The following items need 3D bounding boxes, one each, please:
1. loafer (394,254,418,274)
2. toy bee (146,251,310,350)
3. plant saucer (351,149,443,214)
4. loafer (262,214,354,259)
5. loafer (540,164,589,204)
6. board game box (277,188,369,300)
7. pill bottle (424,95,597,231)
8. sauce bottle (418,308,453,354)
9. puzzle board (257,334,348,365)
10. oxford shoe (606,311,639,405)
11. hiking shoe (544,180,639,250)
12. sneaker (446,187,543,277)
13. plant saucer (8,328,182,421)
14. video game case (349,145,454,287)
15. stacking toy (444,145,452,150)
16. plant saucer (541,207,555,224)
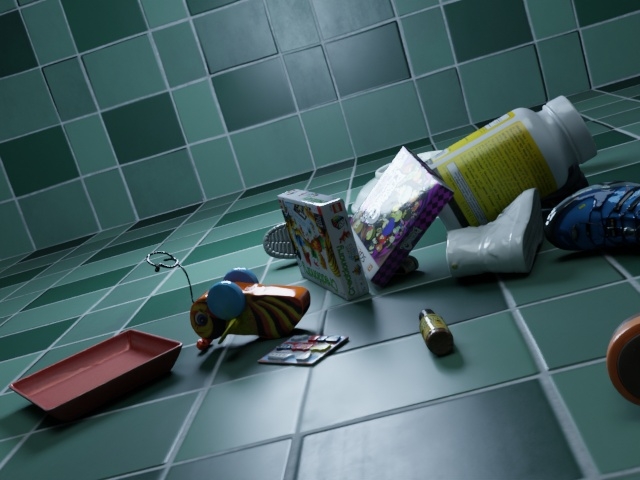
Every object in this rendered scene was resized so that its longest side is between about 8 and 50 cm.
[{"bbox_3d":[0.137,0.048,1.637,0.125,0.045,0.039,0,27,45],"label":"loafer"},{"bbox_3d":[-0.168,0.130,1.516,0.298,0.162,0.195,22,25,31],"label":"toy bee"},{"bbox_3d":[0.269,-0.177,2.316,0.401,0.100,0.400,-16,12,3],"label":"plant saucer"},{"bbox_3d":[-0.014,-0.001,1.992,0.251,0.094,0.087,-7,-12,4],"label":"loafer"},{"bbox_3d":[0.449,-0.105,1.828,0.303,0.095,0.109,-9,52,45],"label":"loafer"},{"bbox_3d":[0.000,0.000,1.680,0.053,0.192,0.305,-20,12,-15],"label":"board game box"},{"bbox_3d":[0.379,-0.150,1.678,0.334,0.187,0.188,-30,10,10],"label":"pill bottle"},{"bbox_3d":[0.168,0.132,1.222,0.042,0.042,0.128,-17,12,0],"label":"sauce bottle"},{"bbox_3d":[-0.030,0.179,1.358,0.128,0.011,0.096,-6,16,43],"label":"puzzle board"},{"bbox_3d":[0.481,0.078,0.848,0.364,0.129,0.133,-12,6,19],"label":"oxford shoe"},{"bbox_3d":[0.515,-0.040,1.335,0.304,0.113,0.132,-12,12,22],"label":"hiking shoe"},{"bbox_3d":[0.318,-0.017,1.525,0.169,0.108,0.292,-8,16,26],"label":"sneaker"},{"bbox_3d":[-0.405,0.246,1.493,0.258,0.047,0.259,-25,15,-32],"label":"plant saucer"},{"bbox_3d":[0.145,-0.051,1.622,0.232,0.042,0.210,-54,28,14],"label":"video game case"},{"bbox_3d":[0.449,-0.246,2.091,0.309,0.130,0.279,-11,30,8],"label":"stacking toy"},{"bbox_3d":[0.503,-0.053,1.641,0.192,0.018,0.067,-5,17,46],"label":"plant saucer"}]
